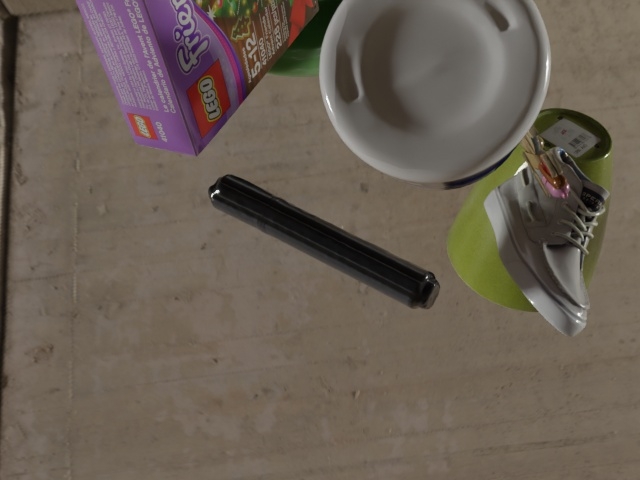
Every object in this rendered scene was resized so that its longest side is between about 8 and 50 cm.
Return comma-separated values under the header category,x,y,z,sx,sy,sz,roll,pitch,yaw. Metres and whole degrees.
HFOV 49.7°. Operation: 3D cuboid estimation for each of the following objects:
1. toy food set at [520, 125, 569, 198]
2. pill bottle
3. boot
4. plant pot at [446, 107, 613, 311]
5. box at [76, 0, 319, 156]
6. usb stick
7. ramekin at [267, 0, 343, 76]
category,x,y,z,sx,sy,sz,roll,pitch,yaw
toy food set,0.223,-0.076,0.677,0.019,0.122,0.077,-29,-99,11
pill bottle,0.071,-0.086,0.415,0.112,0.187,0.111,1,-87,12
boot,0.269,-0.016,0.776,0.123,0.095,0.258,-45,-153,25
plant pot,0.386,-0.072,1.198,0.275,0.293,0.274,3,-132,-3
box,-0.083,-0.228,0.421,0.057,0.293,0.201,14,-129,22
usb stick,0.000,0.000,0.762,0.278,0.077,0.045,26,-96,18
ramekin,-0.055,-0.396,1.083,0.304,0.303,0.148,4,-106,6
